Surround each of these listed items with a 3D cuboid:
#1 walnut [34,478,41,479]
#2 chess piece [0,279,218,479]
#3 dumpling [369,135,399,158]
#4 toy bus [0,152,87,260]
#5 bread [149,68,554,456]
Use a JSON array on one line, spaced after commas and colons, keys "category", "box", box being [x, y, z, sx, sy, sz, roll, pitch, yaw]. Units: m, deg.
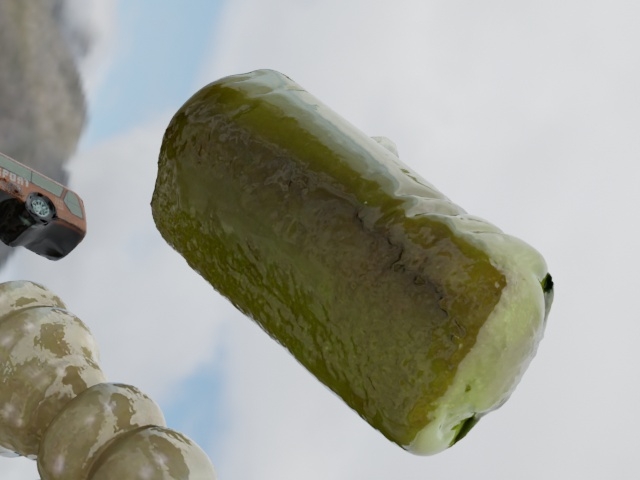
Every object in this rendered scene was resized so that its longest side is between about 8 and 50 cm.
[{"category": "walnut", "box": [-0.349, 0.352, 1.929, 0.087, 0.211, 0.167, 32, -69, 40]}, {"category": "chess piece", "box": [-0.180, 0.150, 1.231, 0.261, 0.142, 0.143, 34, -65, 31]}, {"category": "dumpling", "box": [-0.041, -0.043, 1.565, 0.162, 0.250, 0.132, 65, 11, -74]}, {"category": "toy bus", "box": [-0.512, -0.095, 2.210, 0.093, 0.409, 0.092, -37, -142, 32]}, {"category": "bread", "box": [0.000, 0.000, 1.139, 0.383, 0.112, 0.166, 39, -80, 43]}]
